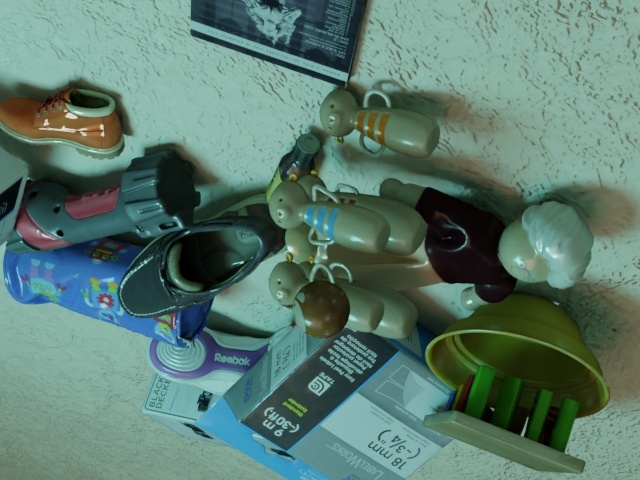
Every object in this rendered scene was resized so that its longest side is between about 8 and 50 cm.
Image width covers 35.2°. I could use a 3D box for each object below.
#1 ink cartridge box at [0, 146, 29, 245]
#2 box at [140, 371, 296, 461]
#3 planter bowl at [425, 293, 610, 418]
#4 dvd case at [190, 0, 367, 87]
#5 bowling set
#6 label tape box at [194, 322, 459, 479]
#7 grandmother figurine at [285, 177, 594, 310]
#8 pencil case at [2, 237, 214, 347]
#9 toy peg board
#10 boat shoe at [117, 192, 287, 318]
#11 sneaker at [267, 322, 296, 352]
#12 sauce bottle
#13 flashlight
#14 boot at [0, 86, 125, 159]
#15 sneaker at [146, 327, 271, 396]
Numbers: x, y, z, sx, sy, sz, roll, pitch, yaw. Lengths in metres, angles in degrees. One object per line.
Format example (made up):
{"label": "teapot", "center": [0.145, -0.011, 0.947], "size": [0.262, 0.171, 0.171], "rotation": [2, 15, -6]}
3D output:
{"label": "ink cartridge box", "center": [-0.510, -0.132, 1.232], "size": [0.333, 0.065, 0.165], "rotation": [40, 144, 2]}
{"label": "box", "center": [-0.127, 0.291, 1.665], "size": [0.290, 0.087, 0.169], "rotation": [6, 157, 25]}
{"label": "planter bowl", "center": [0.241, 0.125, 1.202], "size": [0.217, 0.090, 0.217], "rotation": [16, 151, 9]}
{"label": "dvd case", "center": [-0.036, -0.237, 0.902], "size": [0.164, 0.018, 0.221], "rotation": [19, 148, 4]}
{"label": "bowling set", "center": [0.000, 0.000, 0.999], "size": [0.154, 0.200, 0.287], "rotation": [20, 122, 26]}
{"label": "label tape box", "center": [0.020, 0.237, 1.354], "size": [0.240, 0.106, 0.333], "rotation": [36, 114, -20]}
{"label": "grandmother figurine", "center": [0.136, 0.014, 1.100], "size": [0.342, 0.104, 0.208], "rotation": [-4, 149, 40]}
{"label": "pencil case", "center": [-0.292, 0.063, 1.419], "size": [0.306, 0.119, 0.133], "rotation": [13, 125, 18]}
{"label": "toy peg board", "center": [0.224, 0.213, 1.211], "size": [0.161, 0.079, 0.160], "rotation": [22, 167, -1]}
{"label": "boat shoe", "center": [-0.156, 0.027, 1.237], "size": [0.285, 0.092, 0.103], "rotation": [-23, 94, 30]}
{"label": "sneaker", "center": [0.055, 0.202, 1.435], "size": [0.279, 0.107, 0.118], "rotation": [33, 134, -24]}
{"label": "sauce bottle", "center": [-0.029, -0.075, 1.123], "size": [0.042, 0.042, 0.128], "rotation": [25, 146, -4]}
{"label": "flashlight", "center": [-0.287, -0.050, 1.279], "size": [0.304, 0.103, 0.103], "rotation": [-13, 140, 37]}
{"label": "boot", "center": [-0.307, -0.151, 1.174], "size": [0.158, 0.059, 0.084], "rotation": [11, 145, 3]}
{"label": "sneaker", "center": [-0.107, 0.193, 1.545], "size": [0.305, 0.114, 0.152], "rotation": [18, 172, 3]}
